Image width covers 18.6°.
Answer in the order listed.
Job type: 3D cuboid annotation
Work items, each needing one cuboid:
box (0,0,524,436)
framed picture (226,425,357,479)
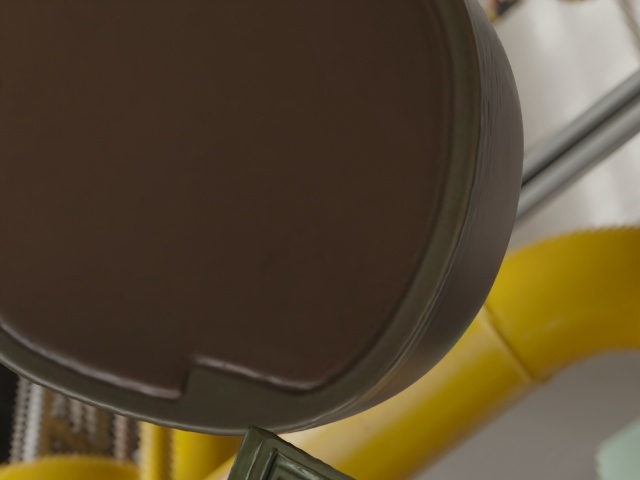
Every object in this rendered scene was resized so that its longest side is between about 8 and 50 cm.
[{"bbox_3d":[-0.029,-0.042,1.031,0.301,0.301,0.216,56,-165,14],"label":"box"},{"bbox_3d":[0.031,0.226,0.718,0.232,0.019,0.296,29,-134,-8],"label":"framed picture"}]
